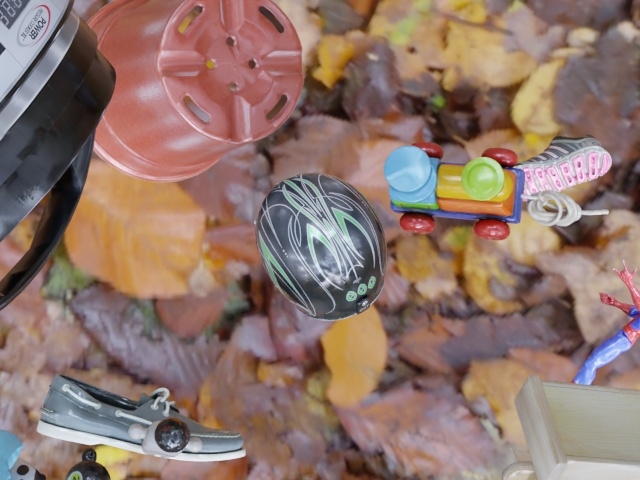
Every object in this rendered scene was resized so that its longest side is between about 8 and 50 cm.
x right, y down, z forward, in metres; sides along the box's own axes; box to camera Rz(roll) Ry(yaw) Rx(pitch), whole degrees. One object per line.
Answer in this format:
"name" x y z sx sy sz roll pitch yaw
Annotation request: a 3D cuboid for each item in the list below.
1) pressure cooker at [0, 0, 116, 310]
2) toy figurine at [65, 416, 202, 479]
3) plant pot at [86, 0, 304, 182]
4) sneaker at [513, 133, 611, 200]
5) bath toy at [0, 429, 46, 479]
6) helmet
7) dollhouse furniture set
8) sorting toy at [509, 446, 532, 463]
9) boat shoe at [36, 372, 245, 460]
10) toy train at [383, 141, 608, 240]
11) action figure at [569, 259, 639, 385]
"pressure cooker" -0.385 -0.128 1.111 0.370 0.375 0.420 -44 115 -3
"toy figurine" -0.230 0.355 1.739 0.209 0.148 0.213 -28 84 -21
"plant pot" -0.167 -0.220 1.707 0.272 0.265 0.272 1 89 -28
"sneaker" 0.339 -0.111 1.874 0.170 0.075 0.063 -17 122 17
"bath toy" -0.407 0.426 1.773 0.151 0.129 0.348 -40 133 -26
"helmet" 0.000 0.000 1.572 0.169 0.169 0.161 -22 129 -1
"dollhouse furniture set" 0.248 0.260 1.276 0.161 0.212 0.242 8 130 -16
"sorting toy" 0.261 0.288 1.542 0.062 0.083 0.012 19 121 -22
"boat shoe" -0.267 0.271 1.948 0.319 0.116 0.099 9 86 0
"toy train" 0.194 -0.059 1.421 0.248 0.143 0.105 6 84 13
"action figure" 0.441 0.133 2.002 0.280 0.091 0.139 -36 83 14
